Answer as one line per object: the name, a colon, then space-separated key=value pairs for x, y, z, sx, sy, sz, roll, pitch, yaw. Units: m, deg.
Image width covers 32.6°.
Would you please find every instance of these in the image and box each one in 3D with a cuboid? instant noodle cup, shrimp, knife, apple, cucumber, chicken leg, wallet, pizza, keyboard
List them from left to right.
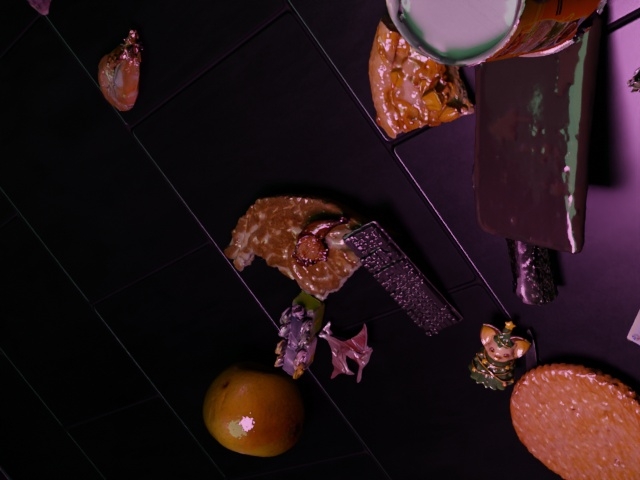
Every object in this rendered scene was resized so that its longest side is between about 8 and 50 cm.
shrimp: x=-0.336 y=-0.287 z=1.846 sx=0.091 sy=0.043 sz=0.184 roll=46 pitch=141 yaw=6
apple: x=-0.124 y=0.313 z=2.056 sx=0.196 sy=0.196 sz=0.157 roll=16 pitch=96 yaw=31
chicken leg: x=-0.004 y=-0.002 z=1.728 sx=0.062 sy=0.037 sz=0.145 roll=26 pitch=136 yaw=-4
keyboard: x=0.128 y=0.062 z=1.707 sx=0.072 sy=0.023 sz=0.231 roll=-25 pitch=117 yaw=37
pizza: x=0.136 y=-0.205 z=1.495 sx=0.161 sy=0.062 sz=0.182 roll=25 pitch=134 yaw=16
instant noodle cup: x=0.191 y=-0.302 z=1.241 sx=0.230 sy=0.182 sz=0.230 roll=16 pitch=119 yaw=31
cucumber: x=0.287 y=-0.022 z=1.518 sx=0.067 sy=0.067 sz=0.245 roll=11 pitch=127 yaw=35
knife: x=0.328 y=0.203 z=1.703 sx=0.023 sy=0.010 sz=0.170 roll=15 pitch=132 yaw=33
wallet: x=0.272 y=-0.142 z=1.392 sx=0.165 sy=0.042 sz=0.309 roll=15 pitch=116 yaw=38

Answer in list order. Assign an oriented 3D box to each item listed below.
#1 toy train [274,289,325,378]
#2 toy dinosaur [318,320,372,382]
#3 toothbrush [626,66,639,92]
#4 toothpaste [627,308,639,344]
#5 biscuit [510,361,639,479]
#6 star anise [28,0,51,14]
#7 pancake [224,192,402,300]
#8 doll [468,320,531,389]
toy train: x=-0.036 y=0.168 z=1.942 sx=0.060 sy=0.081 sz=0.202 roll=32 pitch=145 yaw=17
toy dinosaur: x=0.044 y=0.192 z=1.926 sx=0.108 sy=0.032 sz=0.220 roll=37 pitch=149 yaw=5
toothbrush: x=0.527 y=-0.205 z=1.175 sx=0.413 sy=0.042 sz=0.035 roll=-6 pitch=118 yaw=41
toothpaste: x=0.462 y=0.080 z=1.469 sx=0.046 sy=0.034 sz=0.164 roll=31 pitch=138 yaw=22
biscuit: x=0.407 y=0.285 z=1.679 sx=0.254 sy=0.035 sz=0.254 roll=21 pitch=135 yaw=22
star anise: x=-0.470 y=-0.493 z=1.742 sx=0.198 sy=0.110 sz=0.257 roll=30 pitch=131 yaw=18
pancake: x=-0.020 y=0.006 z=1.813 sx=0.376 sy=0.054 sz=0.197 roll=2 pitch=117 yaw=42
doll: x=0.280 y=0.167 z=1.694 sx=0.078 sy=0.076 sz=0.113 roll=22 pitch=107 yaw=12
